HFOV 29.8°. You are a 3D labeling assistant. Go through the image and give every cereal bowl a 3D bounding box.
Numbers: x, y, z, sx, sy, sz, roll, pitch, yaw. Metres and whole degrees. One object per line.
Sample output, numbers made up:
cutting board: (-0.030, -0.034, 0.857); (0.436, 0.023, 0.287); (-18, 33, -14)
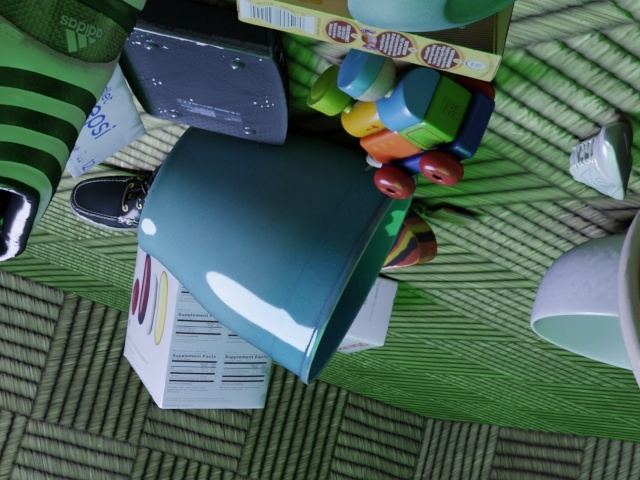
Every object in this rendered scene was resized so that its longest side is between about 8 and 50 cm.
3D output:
cereal bowl: (0.429, 0.069, 1.430); (0.338, 0.141, 0.339); (14, 167, 3)

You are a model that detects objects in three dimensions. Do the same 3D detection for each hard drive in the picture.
hard drive: (-0.111, -0.169, 1.203); (0.172, 0.054, 0.255); (13, 167, 4)

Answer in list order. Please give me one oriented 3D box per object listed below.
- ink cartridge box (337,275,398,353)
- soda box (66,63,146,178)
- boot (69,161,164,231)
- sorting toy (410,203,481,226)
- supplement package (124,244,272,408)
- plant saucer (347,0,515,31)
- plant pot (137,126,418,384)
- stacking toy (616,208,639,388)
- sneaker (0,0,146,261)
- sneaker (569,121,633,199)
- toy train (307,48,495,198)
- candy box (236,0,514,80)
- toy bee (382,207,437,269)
ink cartridge box: (-0.038, 0.098, 2.082); (0.289, 0.122, 0.211); (17, 167, -14)
soda box: (-0.252, -0.164, 1.185); (0.091, 0.098, 0.286); (54, 172, 13)
boot: (-0.243, -0.069, 1.694); (0.236, 0.085, 0.178); (8, 165, -2)
sorting toy: (0.160, -0.035, 1.560); (0.083, 0.012, 0.062); (15, 172, -17)
supplement package: (-0.159, 0.094, 1.607); (0.149, 0.203, 0.194); (3, -166, -25)
plant saucer: (0.107, -0.175, 0.710); (0.195, 0.037, 0.195); (-30, 166, -8)
plant pot: (-0.062, -0.011, 1.399); (0.255, 0.272, 0.272); (27, 168, 9)
stacking toy: (0.504, 0.008, 0.950); (0.350, 0.351, 0.480); (19, 147, -19)
sneaker: (-0.278, -0.140, 0.864); (0.169, 0.258, 0.447); (23, -175, -34)
sneaker: (0.273, -0.077, 1.181); (0.061, 0.054, 0.152); (13, 168, 15)
toy train: (0.046, -0.117, 1.174); (0.143, 0.105, 0.248); (31, 162, -20)
candy box: (0.044, -0.188, 0.839); (0.186, 0.109, 0.053); (14, 167, 3)
toy bee: (0.000, 0.000, 1.617); (0.298, 0.162, 0.195); (-21, 175, 11)
